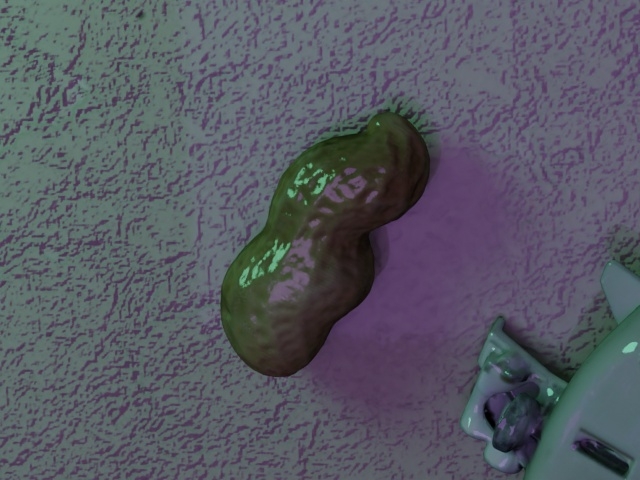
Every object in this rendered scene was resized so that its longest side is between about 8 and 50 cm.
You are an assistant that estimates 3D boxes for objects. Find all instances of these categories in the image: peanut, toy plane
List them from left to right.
[{"bbox_3d":[0.000,0.000,1.289,0.104,0.086,0.228,27,107,-6],"label":"peanut"},{"bbox_3d":[0.229,0.139,1.258,0.266,0.122,0.267,4,98,28],"label":"toy plane"}]
